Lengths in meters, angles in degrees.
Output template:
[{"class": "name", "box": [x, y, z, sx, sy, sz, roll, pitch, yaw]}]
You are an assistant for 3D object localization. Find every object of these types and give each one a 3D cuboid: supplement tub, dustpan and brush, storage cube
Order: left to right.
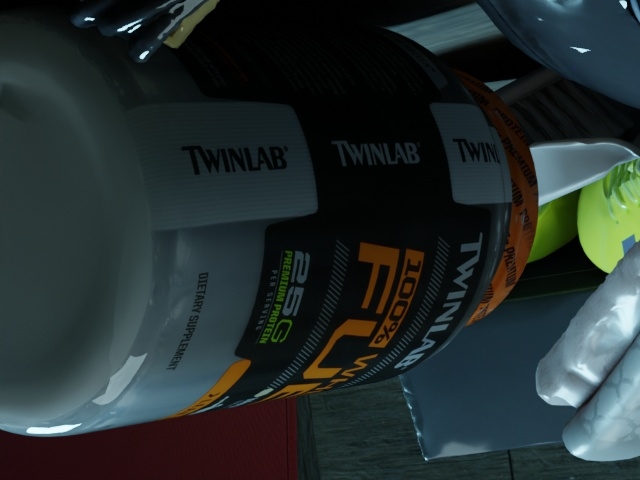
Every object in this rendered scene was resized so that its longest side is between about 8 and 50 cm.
[{"class": "storage cube", "box": [-0.141, 0.076, 1.041, 0.193, 0.215, 0.184, 1, 173, -31]}, {"class": "supplement tub", "box": [-0.024, -0.009, 0.566, 0.117, 0.117, 0.190, -11, 176, 40]}, {"class": "dustpan and brush", "box": [0.044, -0.035, 0.782, 0.211, 0.060, 0.147, -25, -173, 23]}]

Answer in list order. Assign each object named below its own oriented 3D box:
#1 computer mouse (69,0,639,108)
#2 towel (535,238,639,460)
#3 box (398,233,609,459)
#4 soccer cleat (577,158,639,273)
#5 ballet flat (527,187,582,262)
[{"class": "computer mouse", "box": [0.051, -0.054, 0.452, 0.184, 0.060, 0.262, -10, 176, 20]}, {"class": "towel", "box": [0.278, -0.025, 0.694, 0.332, 0.053, 0.317, -9, 154, -25]}, {"class": "box", "box": [0.182, 0.017, 1.065, 0.261, 0.103, 0.184, -9, -154, 16]}, {"class": "soccer cleat", "box": [0.175, -0.038, 0.850, 0.121, 0.093, 0.289, -4, 172, -22]}, {"class": "ballet flat", "box": [0.051, -0.025, 0.963, 0.231, 0.077, 0.077, -5, 159, -22]}]
